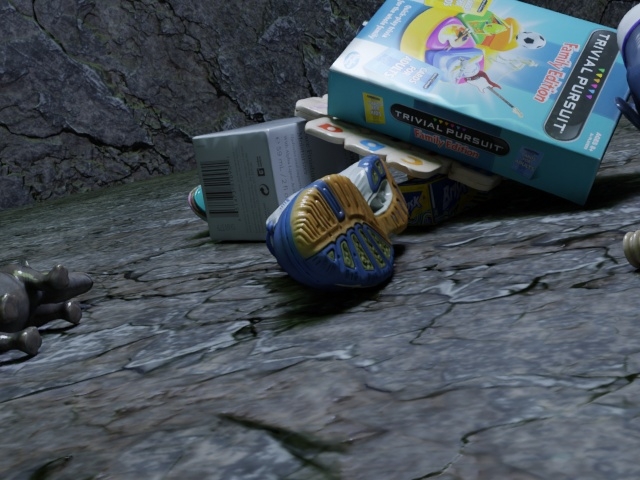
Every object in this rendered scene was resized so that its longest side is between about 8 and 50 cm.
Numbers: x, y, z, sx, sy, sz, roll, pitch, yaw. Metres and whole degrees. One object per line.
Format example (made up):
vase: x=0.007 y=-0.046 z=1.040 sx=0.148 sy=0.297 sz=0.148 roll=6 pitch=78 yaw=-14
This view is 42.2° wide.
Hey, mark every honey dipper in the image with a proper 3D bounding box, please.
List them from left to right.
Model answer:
honey dipper: x=0.299 y=-0.010 z=0.601 sx=0.030 sy=0.030 sz=0.161 roll=-19 pitch=0 yaw=-41

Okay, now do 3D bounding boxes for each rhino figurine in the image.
rhino figurine: x=-0.293 y=0.057 z=0.803 sx=0.106 sy=0.073 sz=0.243 roll=-6 pitch=9 yaw=8

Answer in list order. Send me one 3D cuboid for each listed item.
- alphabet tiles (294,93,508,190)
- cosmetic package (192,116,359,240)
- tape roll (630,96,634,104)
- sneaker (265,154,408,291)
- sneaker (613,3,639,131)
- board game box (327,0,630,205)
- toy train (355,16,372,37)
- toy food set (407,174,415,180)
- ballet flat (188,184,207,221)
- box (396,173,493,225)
alphabet tiles: x=0.114 y=-0.135 z=1.089 sx=0.284 sy=0.021 sz=0.278 roll=25 pitch=26 yaw=21
cosmetic package: x=-0.054 y=-0.092 z=1.171 sx=0.152 sy=0.151 sz=0.184 roll=0 pitch=15 yaw=41
tape roll: x=0.675 y=-0.328 z=1.582 sx=0.219 sy=0.219 sz=0.072 roll=-17 pitch=11 yaw=-33
sneaker: x=0.000 y=0.000 z=0.820 sx=0.131 sy=0.111 sz=0.296 roll=-25 pitch=3 yaw=19
sneaker: x=0.460 y=-0.112 z=0.927 sx=0.323 sy=0.236 sz=0.130 roll=29 pitch=-50 yaw=-35
board game box: x=0.215 y=-0.208 z=1.050 sx=0.336 sy=0.079 sz=0.253 roll=22 pitch=53 yaw=17
toy train: x=0.203 y=-0.227 z=1.246 sx=0.334 sy=0.190 sz=0.142 roll=24 pitch=63 yaw=18
toy food set: x=0.257 y=-0.182 z=1.501 sx=0.232 sy=0.104 sz=0.111 roll=-11 pitch=10 yaw=-4
ballet flat: x=-0.120 y=-0.057 z=1.315 sx=0.222 sy=0.076 sz=0.079 roll=-12 pitch=-10 yaw=-37
box: x=0.161 y=-0.063 z=1.076 sx=0.059 sy=0.054 sz=0.169 roll=-3 pitch=13 yaw=38
